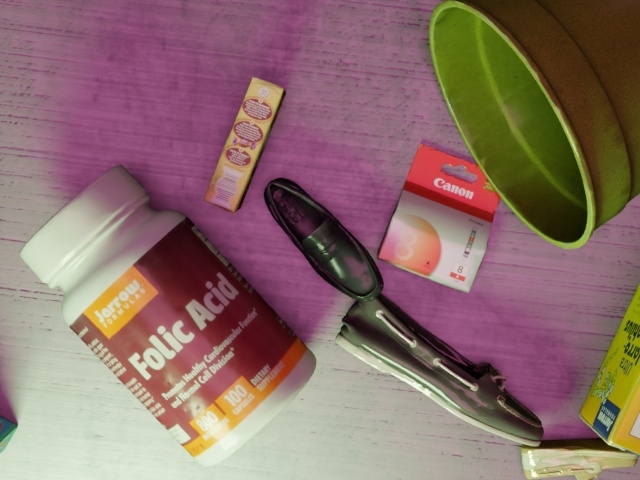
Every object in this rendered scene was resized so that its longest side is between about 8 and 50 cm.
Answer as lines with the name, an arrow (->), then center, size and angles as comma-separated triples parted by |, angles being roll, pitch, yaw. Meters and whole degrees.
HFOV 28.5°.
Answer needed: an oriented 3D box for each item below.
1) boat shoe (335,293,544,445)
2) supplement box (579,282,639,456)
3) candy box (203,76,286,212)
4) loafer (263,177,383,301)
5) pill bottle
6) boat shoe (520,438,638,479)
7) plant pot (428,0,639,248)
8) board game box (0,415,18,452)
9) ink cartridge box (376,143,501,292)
boat shoe -> 0.184, 0.182, 1.800 | 0.335, 0.112, 0.095 | 28, 98, 1
supplement box -> 0.538, 0.143, 1.757 | 0.194, 0.195, 0.356 | 25, 93, -2
candy box -> -0.105, -0.135, 1.776 | 0.053, 0.109, 0.186 | 21, 94, -1
loafer -> 0.000, 0.000, 1.780 | 0.076, 0.078, 0.223 | -44, 79, 3
pill bottle -> -0.211, 0.099, 1.734 | 0.224, 0.224, 0.392 | -43, 94, 3
boat shoe -> 0.379, 0.325, 1.839 | 0.170, 0.063, 0.059 | 0, 97, 9
plant pot -> 0.392, -0.232, 1.678 | 0.353, 0.366, 0.366 | -30, 94, -10
board game box -> -0.546, 0.246, 1.777 | 0.210, 0.160, 0.047 | 30, 94, -2
ink cartridge box -> 0.179, -0.031, 1.818 | 0.146, 0.045, 0.179 | 21, 96, -2
